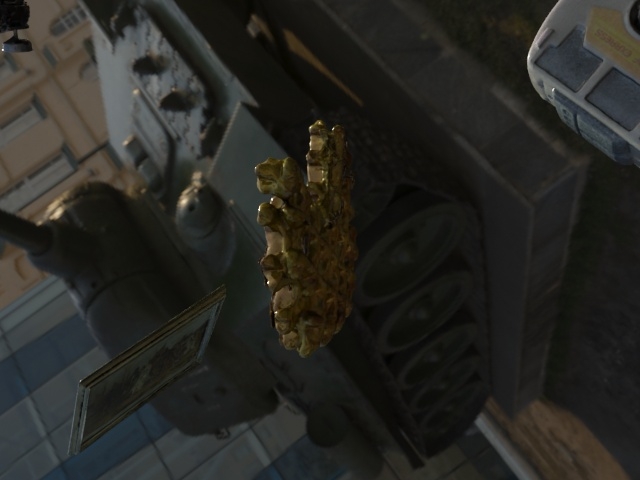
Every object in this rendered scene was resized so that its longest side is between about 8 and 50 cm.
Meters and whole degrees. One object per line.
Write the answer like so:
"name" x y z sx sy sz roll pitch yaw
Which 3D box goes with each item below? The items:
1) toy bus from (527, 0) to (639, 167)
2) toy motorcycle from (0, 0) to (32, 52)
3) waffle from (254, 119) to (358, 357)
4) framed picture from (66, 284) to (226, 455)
"toy bus" 0.339 -0.104 0.638 0.342 0.138 0.097 46 -170 28
"toy motorcycle" -0.465 -0.304 0.927 0.307 0.173 0.108 -137 47 -59
"waffle" 0.000 0.000 0.862 0.293 0.069 0.260 -55 -38 -63
"framed picture" -0.254 0.194 1.075 0.017 0.274 0.217 41 138 16
